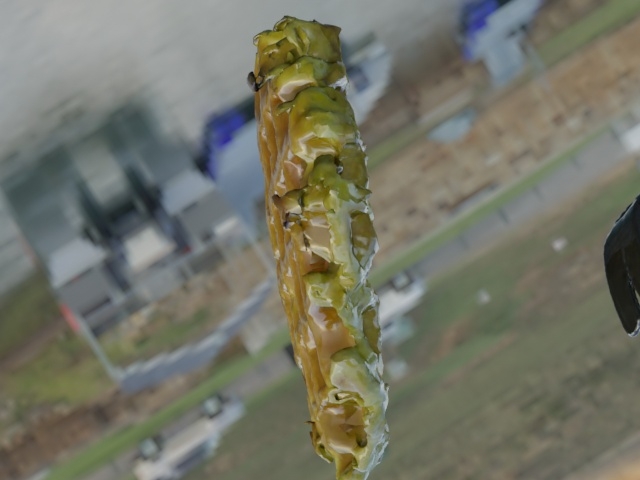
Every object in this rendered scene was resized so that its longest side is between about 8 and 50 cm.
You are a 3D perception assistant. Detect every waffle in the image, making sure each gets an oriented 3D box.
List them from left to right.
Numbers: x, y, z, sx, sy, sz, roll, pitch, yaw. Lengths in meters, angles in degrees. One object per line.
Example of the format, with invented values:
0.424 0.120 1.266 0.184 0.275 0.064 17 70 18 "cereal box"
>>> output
0.000 0.000 1.268 0.068 0.302 0.325 -11 -149 -4 "waffle"

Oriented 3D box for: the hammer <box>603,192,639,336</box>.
0.366 0.117 1.230 0.168 0.440 0.044 -36 163 -48 "hammer"
